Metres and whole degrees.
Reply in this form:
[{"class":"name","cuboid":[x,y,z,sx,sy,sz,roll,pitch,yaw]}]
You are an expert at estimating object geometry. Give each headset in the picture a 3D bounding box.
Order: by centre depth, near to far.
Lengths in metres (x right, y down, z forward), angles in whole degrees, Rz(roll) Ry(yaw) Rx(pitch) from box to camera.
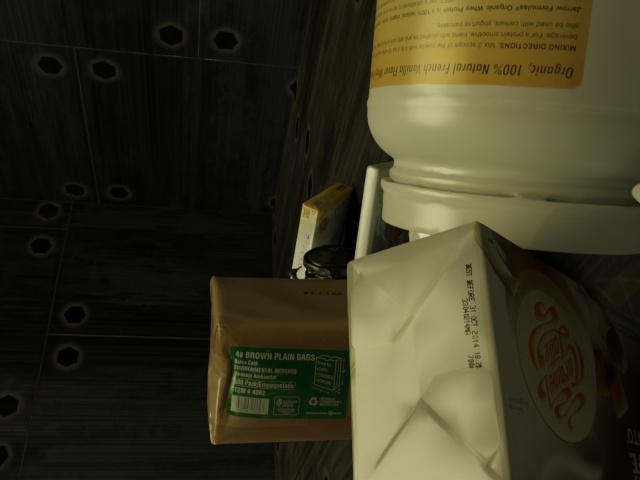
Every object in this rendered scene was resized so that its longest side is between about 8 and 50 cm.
[{"class":"headset","cuboid":[-0.002,0.120,1.448,0.394,0.186,0.243,79,-167,-81]}]

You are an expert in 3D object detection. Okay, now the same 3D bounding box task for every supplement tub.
[{"class":"supplement tub","cuboid":[0.152,-0.161,0.478,0.228,0.229,0.315,-133,47,-77]}]

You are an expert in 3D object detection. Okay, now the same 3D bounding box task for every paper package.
[{"class":"paper package","cuboid":[-0.001,0.161,1.014,0.309,0.325,0.168,-141,54,-77]}]

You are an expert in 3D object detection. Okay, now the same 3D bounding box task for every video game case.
[{"class":"video game case","cuboid":[0.111,-0.012,0.925,0.023,0.184,0.201,22,116,35]}]

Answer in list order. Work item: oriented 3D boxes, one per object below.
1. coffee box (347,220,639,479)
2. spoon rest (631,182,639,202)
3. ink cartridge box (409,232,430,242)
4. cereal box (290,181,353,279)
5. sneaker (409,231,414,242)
[{"class":"coffee box","cuboid":[0.132,0.099,0.449,0.098,0.247,0.141,-20,58,38]},{"class":"spoon rest","cuboid":[0.261,-0.125,0.332,0.137,0.084,0.276,-108,36,-62]},{"class":"ink cartridge box","cuboid":[0.139,0.110,0.702,0.189,0.066,0.232,44,121,45]},{"class":"cereal box","cuboid":[0.000,0.000,1.603,0.173,0.047,0.240,-36,-37,-54]},{"class":"sneaker","cuboid":[0.157,0.020,0.802,0.110,0.107,0.275,157,115,-67]}]
